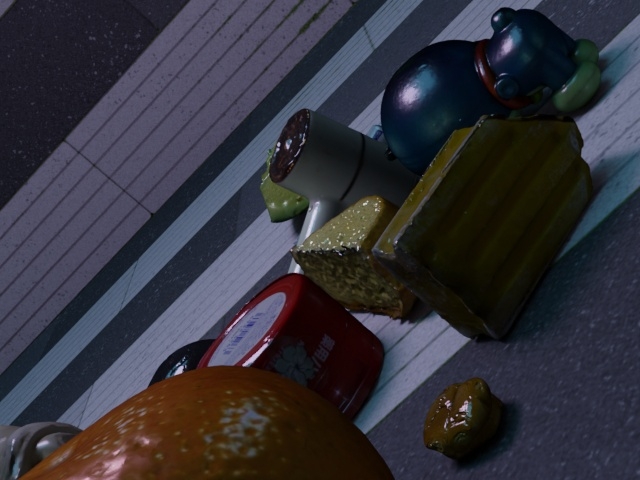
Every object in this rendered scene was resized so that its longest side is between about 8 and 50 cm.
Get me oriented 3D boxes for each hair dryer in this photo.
[{"bbox_3d":[0.000,0.000,1.562,0.128,0.203,0.361,-13,57,64],"label":"hair dryer"}]

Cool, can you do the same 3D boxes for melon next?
[{"bbox_3d":[-0.043,-0.144,2.075,0.196,0.124,0.323,-45,10,7],"label":"melon"}]

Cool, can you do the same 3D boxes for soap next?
[{"bbox_3d":[0.190,-0.038,1.123,0.257,0.160,0.080,-53,15,-21],"label":"soap"}]

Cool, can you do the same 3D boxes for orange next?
[{"bbox_3d":[-0.112,0.299,0.829,0.424,0.326,0.424,-34,3,2],"label":"orange"}]

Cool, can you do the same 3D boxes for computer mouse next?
[{"bbox_3d":[-0.252,0.246,1.793,0.217,0.073,0.122,-51,16,-4],"label":"computer mouse"}]

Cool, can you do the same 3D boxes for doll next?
[{"bbox_3d":[0.211,-0.200,1.413,0.322,0.186,0.198,-37,19,26],"label":"doll"}]

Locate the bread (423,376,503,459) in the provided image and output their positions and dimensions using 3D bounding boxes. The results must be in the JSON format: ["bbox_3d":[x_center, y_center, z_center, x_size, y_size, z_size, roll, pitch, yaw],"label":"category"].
[{"bbox_3d":[0.136,0.169,0.982,0.081,0.046,0.083,-57,19,-20],"label":"bread"}]

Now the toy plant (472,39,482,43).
[{"bbox_3d":[0.223,-0.234,1.626,0.162,0.093,0.093,-50,16,-7],"label":"toy plant"}]

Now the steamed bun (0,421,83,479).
[{"bbox_3d":[-0.333,0.396,1.365,0.324,0.220,0.309,155,115,-64],"label":"steamed bun"}]

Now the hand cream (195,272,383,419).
[{"bbox_3d":[-0.046,0.162,1.304,0.230,0.149,0.230,-45,13,13],"label":"hand cream"}]

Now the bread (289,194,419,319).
[{"bbox_3d":[0.072,0.016,1.374,0.134,0.129,0.260,-46,15,-20],"label":"bread"}]

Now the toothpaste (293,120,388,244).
[{"bbox_3d":[0.049,-0.107,1.886,0.296,0.048,0.075,-54,19,-6],"label":"toothpaste"}]
